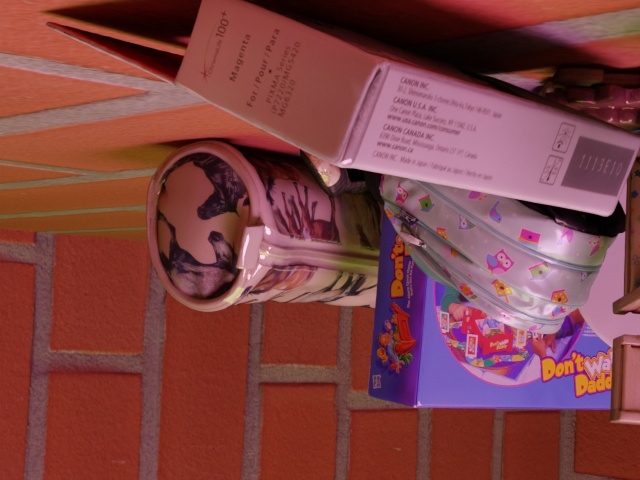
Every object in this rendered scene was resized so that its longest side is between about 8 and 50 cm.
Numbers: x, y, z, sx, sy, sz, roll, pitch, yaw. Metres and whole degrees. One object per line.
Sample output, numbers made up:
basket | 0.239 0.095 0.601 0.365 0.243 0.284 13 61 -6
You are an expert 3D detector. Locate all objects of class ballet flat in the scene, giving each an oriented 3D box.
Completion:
ballet flat | 0.019 -0.072 1.283 0.049 0.057 0.173 -32 174 11

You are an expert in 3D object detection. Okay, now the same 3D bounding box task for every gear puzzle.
gear puzzle | 0.313 -0.075 0.942 0.338 0.044 0.175 3 176 1

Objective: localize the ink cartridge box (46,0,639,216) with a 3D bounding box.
ink cartridge box | 0.021 -0.092 0.813 0.239 0.060 0.275 29 -166 37

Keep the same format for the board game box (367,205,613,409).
board game box | 0.217 0.040 1.328 0.347 0.233 0.078 5 180 -32

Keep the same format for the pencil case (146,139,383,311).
pencil case | 0.000 0.000 1.443 0.183 0.160 0.410 11 -178 37

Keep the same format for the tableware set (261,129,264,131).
tableware set | 0.021 -0.085 1.171 0.104 0.024 0.154 1 177 26

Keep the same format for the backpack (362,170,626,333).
backpack | 0.129 -0.018 1.006 0.152 0.115 0.182 0 -149 -40

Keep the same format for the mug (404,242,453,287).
mug | 0.149 -0.038 1.167 0.129 0.158 0.097 30 163 -22

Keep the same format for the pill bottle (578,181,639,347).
pill bottle | 0.366 0.023 1.192 0.204 0.204 0.361 0 176 36

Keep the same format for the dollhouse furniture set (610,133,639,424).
dollhouse furniture set | 0.275 0.026 0.877 0.160 0.182 0.101 4 169 -1
